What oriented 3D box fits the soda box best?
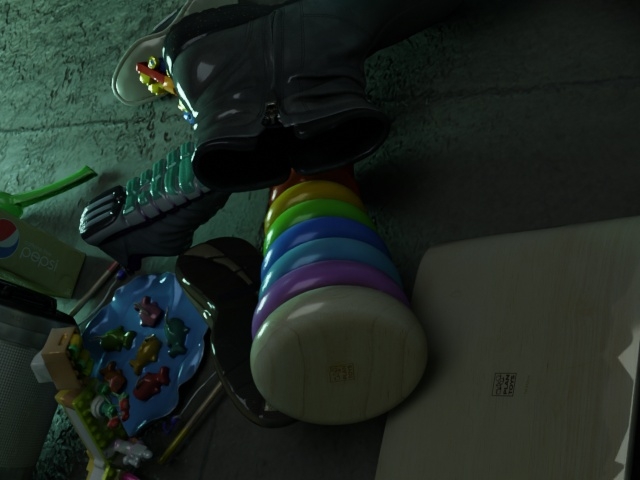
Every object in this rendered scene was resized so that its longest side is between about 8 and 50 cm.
[{"bbox_3d":[-0.357,0.008,1.115,0.058,0.181,0.061,3,69,35],"label":"soda box"}]

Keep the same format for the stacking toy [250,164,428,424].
[{"bbox_3d":[0.000,0.000,0.882,0.141,0.141,0.330,-31,36,17],"label":"stacking toy"}]

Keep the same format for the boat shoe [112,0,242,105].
[{"bbox_3d":[-0.174,-0.245,1.217,0.206,0.075,0.065,-42,7,16],"label":"boat shoe"}]

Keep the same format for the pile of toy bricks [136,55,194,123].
[{"bbox_3d":[-0.107,-0.132,1.086,0.212,0.118,0.105,29,120,32],"label":"pile of toy bricks"}]

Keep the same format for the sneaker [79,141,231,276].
[{"bbox_3d":[-0.141,-0.037,1.030,0.223,0.098,0.083,-23,41,21],"label":"sneaker"}]

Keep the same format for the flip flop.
[{"bbox_3d":[-0.070,0.089,0.946,0.112,0.080,0.277,-16,33,-20],"label":"flip flop"}]

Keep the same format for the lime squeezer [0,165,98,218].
[{"bbox_3d":[-0.413,0.010,1.250,0.110,0.059,0.310,37,88,10],"label":"lime squeezer"}]

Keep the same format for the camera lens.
[{"bbox_3d":[-0.392,0.169,1.022,0.219,0.219,0.274,14,82,38],"label":"camera lens"}]

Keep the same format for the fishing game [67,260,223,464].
[{"bbox_3d":[-0.202,0.116,1.049,0.189,0.041,0.264,-48,48,3],"label":"fishing game"}]

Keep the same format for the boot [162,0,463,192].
[{"bbox_3d":[0.025,-0.162,0.930,0.338,0.118,0.223,-25,45,-2],"label":"boot"}]

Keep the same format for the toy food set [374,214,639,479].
[{"bbox_3d":[0.169,0.127,0.773,0.219,0.092,0.306,-8,61,44],"label":"toy food set"}]

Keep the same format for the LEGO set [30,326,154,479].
[{"bbox_3d":[-0.198,0.223,0.925,0.107,0.132,0.287,12,100,32],"label":"LEGO set"}]
